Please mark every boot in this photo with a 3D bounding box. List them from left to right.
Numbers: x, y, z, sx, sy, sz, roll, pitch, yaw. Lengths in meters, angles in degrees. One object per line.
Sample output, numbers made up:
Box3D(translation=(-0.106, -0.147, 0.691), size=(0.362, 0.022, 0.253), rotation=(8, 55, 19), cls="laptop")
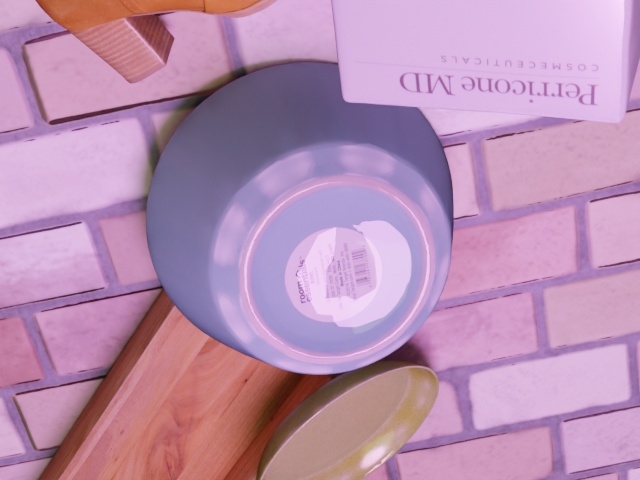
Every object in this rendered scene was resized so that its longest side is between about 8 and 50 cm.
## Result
Box3D(translation=(-0.130, -0.278, 1.021), size=(0.295, 0.104, 0.211), rotation=(-31, 121, 18), cls="boot")

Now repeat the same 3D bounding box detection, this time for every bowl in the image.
Box3D(translation=(0.000, 0.000, 1.138), size=(0.312, 0.163, 0.311), rotation=(-4, 110, -12), cls="bowl")

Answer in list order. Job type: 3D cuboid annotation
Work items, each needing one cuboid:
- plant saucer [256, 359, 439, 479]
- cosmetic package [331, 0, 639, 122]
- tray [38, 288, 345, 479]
Box3D(translation=(0.023, 0.209, 1.333), size=(0.241, 0.037, 0.241), rotation=(-28, 149, -18), cls="plant saucer")
Box3D(translation=(0.119, -0.319, 0.850), size=(0.230, 0.161, 0.453), rotation=(6, 131, 18), cls="cosmetic package")
Box3D(translation=(-0.168, 0.232, 1.365), size=(0.203, 0.076, 0.411), rotation=(26, 117, -21), cls="tray")
